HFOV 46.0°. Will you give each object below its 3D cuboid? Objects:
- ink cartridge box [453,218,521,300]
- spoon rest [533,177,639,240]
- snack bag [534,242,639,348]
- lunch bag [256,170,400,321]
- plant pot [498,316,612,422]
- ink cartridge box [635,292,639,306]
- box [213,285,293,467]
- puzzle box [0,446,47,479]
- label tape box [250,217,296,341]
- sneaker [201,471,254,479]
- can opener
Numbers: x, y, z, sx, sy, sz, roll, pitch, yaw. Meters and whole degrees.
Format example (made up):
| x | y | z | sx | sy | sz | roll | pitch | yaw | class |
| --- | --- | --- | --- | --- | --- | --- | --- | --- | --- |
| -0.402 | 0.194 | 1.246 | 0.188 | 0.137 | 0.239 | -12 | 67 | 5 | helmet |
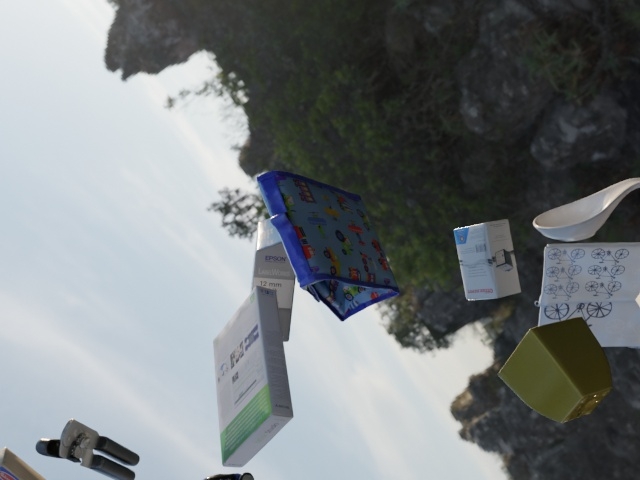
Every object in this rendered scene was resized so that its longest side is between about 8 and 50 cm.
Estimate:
| x | y | z | sx | sy | sz | roll | pitch | yaw | class |
| --- | --- | --- | --- | --- | --- | --- | --- | --- | --- |
| 0.427 | 0.051 | 1.939 | 0.139 | 0.082 | 0.190 | -14 | 86 | 65 | ink cartridge box |
| 0.542 | -0.062 | 1.433 | 0.137 | 0.276 | 0.084 | -103 | 1 | -77 | spoon rest |
| 0.709 | 0.150 | 1.902 | 0.037 | 0.323 | 0.342 | -86 | -6 | -57 | snack bag |
| 0.000 | 0.000 | 1.347 | 0.293 | 0.138 | 0.221 | 30 | -145 | -60 | lunch bag |
| 0.257 | 0.143 | 0.799 | 0.081 | 0.081 | 0.083 | -7 | -133 | -30 | plant pot |
| 0.699 | 0.085 | 1.412 | 0.127 | 0.176 | 0.128 | 30 | -166 | 10 | ink cartridge box |
| -0.153 | 0.292 | 1.633 | 0.058 | 0.232 | 0.322 | 16 | -137 | -27 | box |
| -0.673 | 0.648 | 1.673 | 0.409 | 0.272 | 0.052 | 56 | -174 | -33 | puzzle box |
| -0.117 | 0.048 | 1.917 | 0.249 | 0.115 | 0.347 | -100 | 15 | -72 | label tape box |
| -0.157 | 0.484 | 1.222 | 0.315 | 0.127 | 0.182 | -65 | -41 | -88 | sneaker |
| -0.462 | 0.430 | 1.536 | 0.280 | 0.093 | 0.074 | 56 | -141 | -56 | can opener |
